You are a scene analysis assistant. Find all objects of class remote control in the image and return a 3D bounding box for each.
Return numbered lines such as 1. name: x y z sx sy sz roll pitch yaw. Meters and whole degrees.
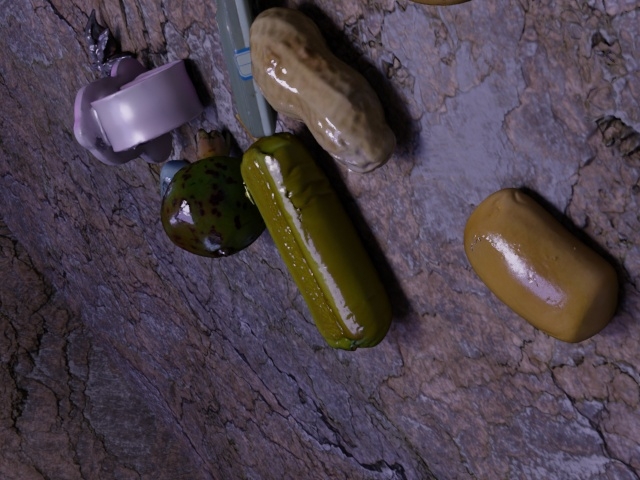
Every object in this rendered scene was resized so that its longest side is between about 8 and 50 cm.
1. remote control: -0.121 -0.323 1.634 0.128 0.065 0.335 -85 -14 -56

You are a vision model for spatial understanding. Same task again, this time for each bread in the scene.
1. bread: 0.267 0.038 1.355 0.217 0.098 0.147 43 153 31
2. bread: 0.000 0.000 1.757 0.383 0.112 0.166 62 157 -5

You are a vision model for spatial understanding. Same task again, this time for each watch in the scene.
1. watch: -0.311 -0.241 1.995 0.217 0.248 0.211 -13 107 35

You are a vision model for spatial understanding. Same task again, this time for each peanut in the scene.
1. peanut: -0.002 -0.211 1.529 0.290 0.130 0.130 48 151 19

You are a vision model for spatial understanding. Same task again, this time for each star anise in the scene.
1. star anise: -0.424 -0.355 2.187 0.180 0.061 0.204 37 145 38

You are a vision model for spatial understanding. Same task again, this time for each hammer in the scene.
1. hammer: -0.246 -0.076 2.174 0.194 0.069 0.116 38 147 21

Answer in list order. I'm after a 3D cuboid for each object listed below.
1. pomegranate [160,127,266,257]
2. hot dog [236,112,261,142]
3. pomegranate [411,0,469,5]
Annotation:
1. pomegranate: -0.188 -0.086 1.925 0.202 0.202 0.248 120 143 -60
2. hot dog: -0.097 -0.170 1.845 0.137 0.028 0.044 53 179 18
3. pomegranate: 0.124 -0.355 1.040 0.260 0.260 0.260 41 148 33
